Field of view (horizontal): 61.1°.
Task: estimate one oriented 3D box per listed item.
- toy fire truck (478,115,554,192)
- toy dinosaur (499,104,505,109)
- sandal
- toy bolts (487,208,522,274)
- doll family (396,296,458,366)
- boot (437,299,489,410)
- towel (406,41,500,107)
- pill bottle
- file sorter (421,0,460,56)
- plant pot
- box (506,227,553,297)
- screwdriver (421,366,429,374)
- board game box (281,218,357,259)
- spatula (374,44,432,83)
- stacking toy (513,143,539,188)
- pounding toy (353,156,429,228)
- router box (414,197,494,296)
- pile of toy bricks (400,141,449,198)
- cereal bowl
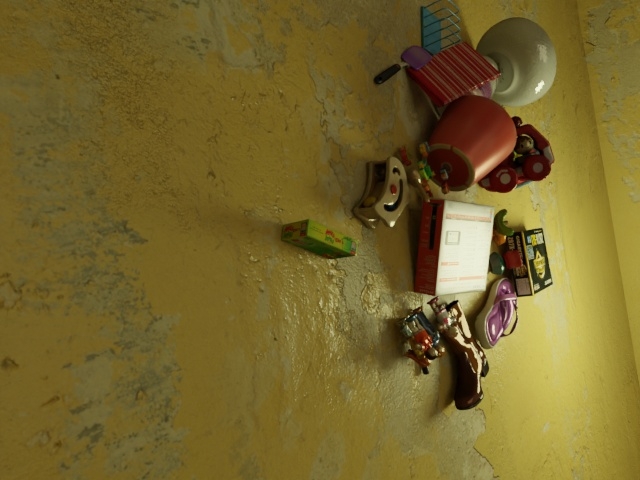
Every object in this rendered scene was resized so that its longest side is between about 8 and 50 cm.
[{"bbox_3d":[0.713,-0.326,2.049,0.169,0.301,0.254,-66,136,-82],"label":"toy fire truck"},{"bbox_3d":[0.755,-0.542,2.295,0.093,0.053,0.183,56,48,-25],"label":"toy dinosaur"},{"bbox_3d":[0.682,0.274,2.005,0.416,0.102,0.170,-40,112,-50],"label":"sandal"},{"bbox_3d":[0.631,0.022,2.034,0.218,0.158,0.229,64,11,-80],"label":"toy bolts"},{"bbox_3d":[0.319,0.289,1.643,0.262,0.118,0.163,-22,82,-52],"label":"doll family"},{"bbox_3d":[0.458,0.374,1.774,0.264,0.096,0.281,-42,112,-42],"label":"boot"},{"bbox_3d":[0.453,-0.571,1.855,0.274,0.031,0.199,-29,67,-19],"label":"towel"},{"bbox_3d":[0.554,-0.563,2.001,0.169,0.169,0.302,57,47,-22],"label":"pill bottle"},{"bbox_3d":[0.441,-0.767,1.969,0.118,0.104,0.171,14,73,-44],"label":"file sorter"},{"bbox_3d":[0.484,-0.313,1.836,0.243,0.274,0.275,-48,117,-29],"label":"plant pot"},{"bbox_3d":[0.870,0.084,2.252,0.321,0.079,0.258,-6,84,-54],"label":"box"},{"bbox_3d":[0.315,0.332,1.689,0.025,0.024,0.170,-8,81,-18],"label":"screwdriver"},{"bbox_3d":[0.000,0.000,1.364,0.181,0.092,0.043,23,67,-42],"label":"board game box"},{"bbox_3d":[0.264,-0.574,1.785,0.084,0.030,0.296,44,51,8],"label":"spatula"},{"bbox_3d":[0.742,-0.342,2.189,0.301,0.165,0.175,18,61,-31],"label":"stacking toy"},{"bbox_3d":[0.217,-0.157,1.577,0.270,0.154,0.154,-52,124,-38],"label":"pounding toy"},{"bbox_3d":[0.448,0.022,1.791,0.335,0.082,0.302,2,95,-46],"label":"router box"},{"bbox_3d":[0.333,-0.211,1.727,0.213,0.118,0.105,65,26,-14],"label":"pile of toy bricks"},{"bbox_3d":[0.728,-0.675,2.107,0.141,0.338,0.339,-31,106,-27],"label":"cereal bowl"}]
